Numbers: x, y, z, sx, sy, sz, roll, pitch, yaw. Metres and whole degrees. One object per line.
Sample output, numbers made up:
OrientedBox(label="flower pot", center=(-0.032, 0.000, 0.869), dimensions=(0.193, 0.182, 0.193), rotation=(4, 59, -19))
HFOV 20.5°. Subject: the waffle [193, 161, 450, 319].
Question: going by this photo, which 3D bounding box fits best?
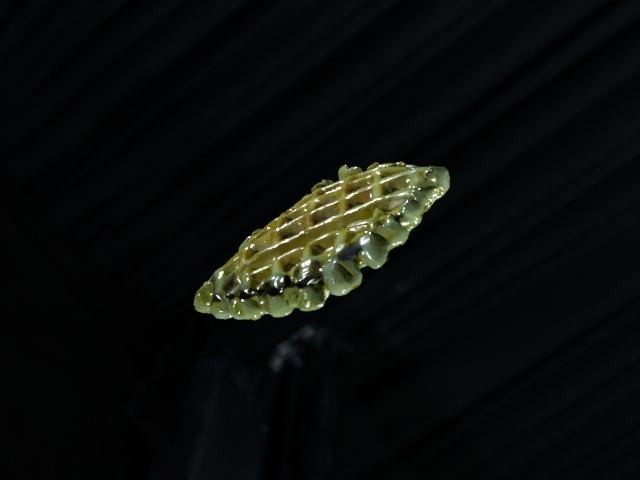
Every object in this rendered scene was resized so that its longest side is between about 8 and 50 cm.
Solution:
OrientedBox(label="waffle", center=(0.000, 0.000, 1.544), dimensions=(0.208, 0.214, 0.054), rotation=(-40, -70, -27))
